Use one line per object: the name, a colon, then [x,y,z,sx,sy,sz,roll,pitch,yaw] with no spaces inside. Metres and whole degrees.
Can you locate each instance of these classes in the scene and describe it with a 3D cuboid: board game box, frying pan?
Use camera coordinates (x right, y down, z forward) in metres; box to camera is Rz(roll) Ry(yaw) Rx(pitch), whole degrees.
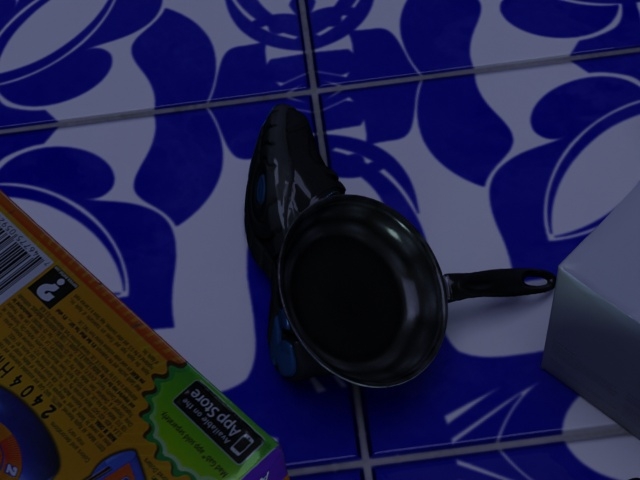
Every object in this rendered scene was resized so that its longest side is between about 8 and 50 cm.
board game box: [-0.261,0.253,1.038,0.356,0.356,0.356,-41,62,-21]
frying pan: [0.085,0.027,1.259,0.326,0.053,0.197,-27,87,-37]

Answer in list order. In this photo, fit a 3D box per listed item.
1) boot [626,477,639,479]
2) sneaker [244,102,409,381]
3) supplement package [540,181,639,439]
boot: [0.181,0.285,1.137,0.207,0.094,0.246,26,68,17]
sneaker: [0.000,0.000,1.352,0.140,0.125,0.340,0,58,-17]
supplement package: [0.340,0.084,1.196,0.194,0.203,0.149,36,66,25]
